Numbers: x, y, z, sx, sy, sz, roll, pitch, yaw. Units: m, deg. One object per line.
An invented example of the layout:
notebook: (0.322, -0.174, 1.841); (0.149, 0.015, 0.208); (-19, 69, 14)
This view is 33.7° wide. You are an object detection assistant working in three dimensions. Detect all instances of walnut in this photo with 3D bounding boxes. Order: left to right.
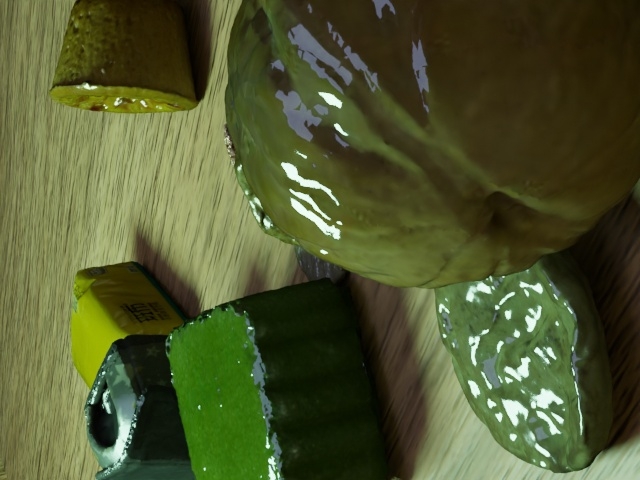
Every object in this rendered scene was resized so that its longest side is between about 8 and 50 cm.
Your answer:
walnut: (0.074, -0.126, 0.737); (0.333, 0.332, 0.333); (24, 118, 58)

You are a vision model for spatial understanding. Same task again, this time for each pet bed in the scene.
pet bed: (-0.182, 0.235, 1.354); (0.183, 0.211, 0.159); (-59, 40, 31)

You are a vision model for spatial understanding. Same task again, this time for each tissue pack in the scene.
tissue pack: (-0.297, 0.172, 1.649); (0.271, 0.134, 0.192); (36, 127, 53)

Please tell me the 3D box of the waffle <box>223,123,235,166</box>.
waffle: (-0.099, -0.108, 1.303); (0.083, 0.029, 0.075); (81, 172, -68)

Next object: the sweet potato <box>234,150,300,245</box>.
sweet potato: (-0.001, -0.172, 1.008); (0.158, 0.157, 0.370); (-4, 83, 62)

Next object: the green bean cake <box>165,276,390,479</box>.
green bean cake: (-0.049, 0.185, 1.171); (0.247, 0.156, 0.250); (-28, 75, 57)

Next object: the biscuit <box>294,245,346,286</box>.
biscuit: (0.000, 0.000, 1.182); (0.120, 0.015, 0.120); (23, 117, 57)

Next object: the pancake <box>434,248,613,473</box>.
pancake: (0.165, 0.079, 0.869); (0.242, 0.050, 0.242); (169, 90, -70)

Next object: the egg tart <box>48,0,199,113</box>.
egg tart: (-0.266, -0.254, 1.431); (0.202, 0.202, 0.147); (3, 91, 61)
